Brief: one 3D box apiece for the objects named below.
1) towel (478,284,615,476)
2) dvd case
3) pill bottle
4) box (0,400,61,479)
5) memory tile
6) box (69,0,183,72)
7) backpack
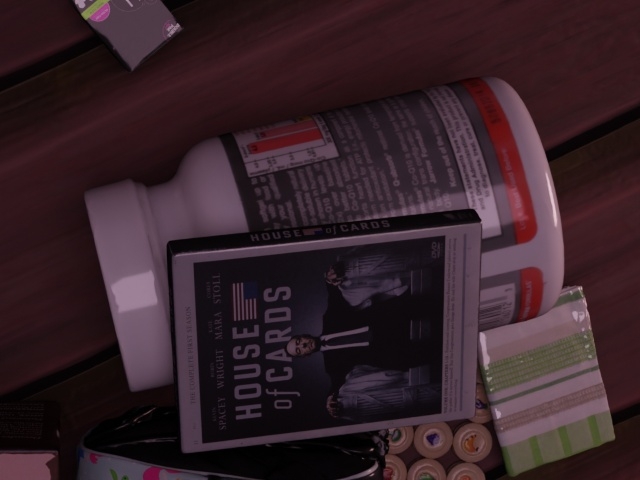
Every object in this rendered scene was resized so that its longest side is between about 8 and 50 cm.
[{"bbox_3d":[0.199,0.125,1.596,0.113,0.023,0.152,-16,100,-14],"label":"towel"},{"bbox_3d":[0.005,0.070,1.366,0.238,0.029,0.179,-6,118,-11],"label":"dvd case"},{"bbox_3d":[0.000,0.000,1.465,0.363,0.210,0.210,-13,97,-7],"label":"pill bottle"},{"bbox_3d":[-0.296,0.230,1.449,0.167,0.203,0.168,1,96,-9],"label":"box"},{"bbox_3d":[0.104,0.160,1.595,0.113,0.012,0.148,8,94,-9],"label":"memory tile"},{"bbox_3d":[-0.165,-0.192,1.502,0.062,0.052,0.083,-39,100,-1],"label":"box"},{"bbox_3d":[-0.080,0.225,1.470,0.253,0.225,0.191,9,95,1],"label":"backpack"}]
